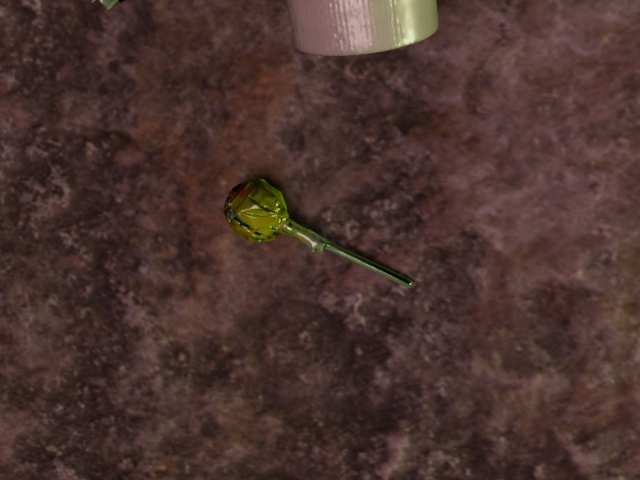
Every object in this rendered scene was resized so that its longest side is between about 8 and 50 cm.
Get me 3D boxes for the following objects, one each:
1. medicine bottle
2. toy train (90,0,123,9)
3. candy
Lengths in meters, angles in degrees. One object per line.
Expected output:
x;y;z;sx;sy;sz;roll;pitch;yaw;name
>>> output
0.021;-0.285;1.207;0.144;0.144;0.252;1;111;16;medicine bottle
-0.210;-0.246;1.340;0.033;0.053;0.083;-40;96;26;toy train
0.000;0.000;1.395;0.194;0.058;0.062;25;158;-4;candy
